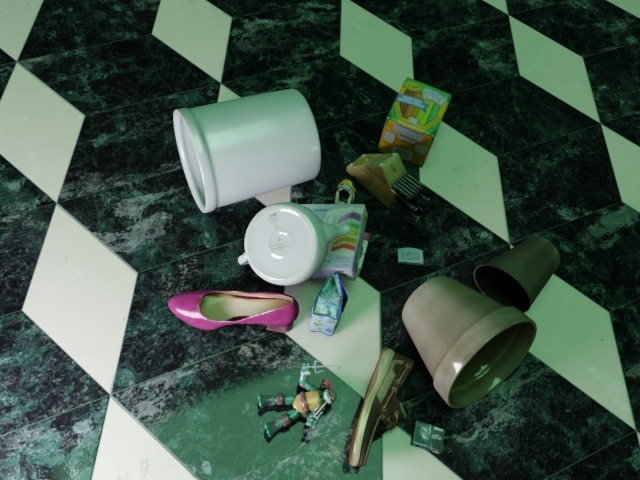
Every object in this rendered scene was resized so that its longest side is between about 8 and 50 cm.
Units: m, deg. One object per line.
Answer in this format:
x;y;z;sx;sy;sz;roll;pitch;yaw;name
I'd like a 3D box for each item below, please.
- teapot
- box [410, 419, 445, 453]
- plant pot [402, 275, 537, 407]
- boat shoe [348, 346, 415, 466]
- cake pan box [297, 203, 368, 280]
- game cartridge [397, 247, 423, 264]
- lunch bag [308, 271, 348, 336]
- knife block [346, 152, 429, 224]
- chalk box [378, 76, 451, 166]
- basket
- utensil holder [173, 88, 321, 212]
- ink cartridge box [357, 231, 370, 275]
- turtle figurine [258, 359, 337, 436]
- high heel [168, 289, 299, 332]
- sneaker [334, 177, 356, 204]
-0.088;0.012;1.721;0.255;0.187;0.253;29;96;15;teapot
0.294;0.539;1.635;0.083;0.018;0.067;18;59;4;box
0.390;0.255;1.678;0.323;0.323;0.280;-25;49;-20;plant pot
0.174;0.457;1.615;0.123;0.123;0.342;21;53;7;boat shoe
0.000;0.000;1.849;0.266;0.070;0.246;2;55;21;cake pan box
0.290;0.050;1.930;0.083;0.017;0.056;4;62;-5;game cartridge
0.026;0.185;1.749;0.096;0.129;0.151;14;57;0;lunch bag
0.237;-0.172;2.030;0.088;0.242;0.275;-37;25;-26;knife block
0.346;-0.445;2.138;0.180;0.179;0.289;22;59;6;chalk box
0.633;0.094;1.871;0.226;0.154;0.204;-33;48;-29;basket
-0.232;-0.296;1.893;0.385;0.328;0.328;-18;63;-18;utensil holder
0.094;0.032;1.892;0.099;0.056;0.135;16;59;2;ink cartridge box
-0.042;0.434;1.601;0.234;0.118;0.175;-20;47;-1;turtle figurine
-0.248;0.174;1.691;0.376;0.181;0.127;5;59;-4;high heel
0.086;-0.157;1.979;0.069;0.084;0.186;10;48;0;sneaker
